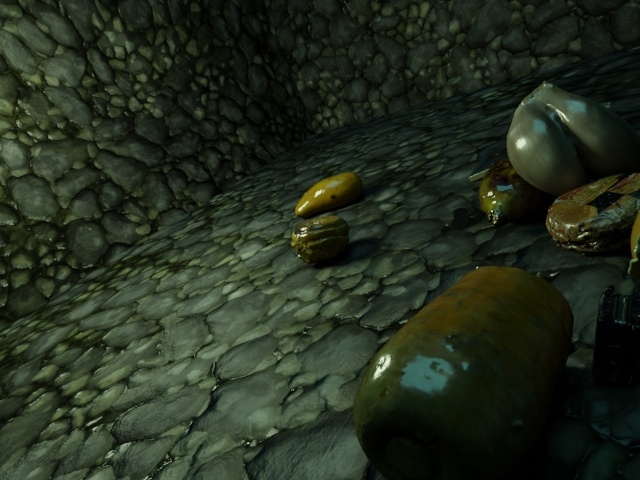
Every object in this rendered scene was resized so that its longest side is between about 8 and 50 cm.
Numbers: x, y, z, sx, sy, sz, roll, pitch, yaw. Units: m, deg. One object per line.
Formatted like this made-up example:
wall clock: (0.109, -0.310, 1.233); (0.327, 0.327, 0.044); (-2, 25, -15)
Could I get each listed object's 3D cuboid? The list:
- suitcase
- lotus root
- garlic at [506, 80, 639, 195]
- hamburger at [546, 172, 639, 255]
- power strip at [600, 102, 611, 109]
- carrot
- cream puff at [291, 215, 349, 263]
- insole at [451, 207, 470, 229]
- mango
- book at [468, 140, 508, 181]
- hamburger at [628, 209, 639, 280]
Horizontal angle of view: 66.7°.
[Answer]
suitcase: (0.422, 0.136, 0.688); (0.059, 0.126, 0.086); (8, 33, 32)
lotus root: (0.505, -0.135, 1.272); (0.170, 0.141, 0.314); (-2, 30, 37)
garlic: (0.611, -0.195, 1.169); (0.231, 0.340, 0.246); (-48, 15, 11)
hamburger: (0.599, -0.057, 1.033); (0.231, 0.106, 0.231); (-24, 25, 12)
power strip: (0.870, -0.442, 1.693); (0.253, 0.027, 0.060); (-6, 23, 17)
carrot: (0.201, 0.182, 0.670); (0.224, 0.224, 0.341); (-4, 24, 43)
cream puff: (0.000, 0.000, 1.492); (0.189, 0.129, 0.189); (-14, 10, 3)
insole: (0.403, -0.064, 1.406); (0.053, 0.002, 0.152); (-17, 21, 17)
mango: (0.028, -0.189, 1.961); (0.295, 0.120, 0.177); (-19, 18, 11)
book: (0.629, -0.294, 1.665); (0.191, 0.025, 0.269); (-23, 15, 41)
hamburger: (0.566, -0.007, 0.656); (0.275, 0.274, 0.212); (-23, 41, -1)
